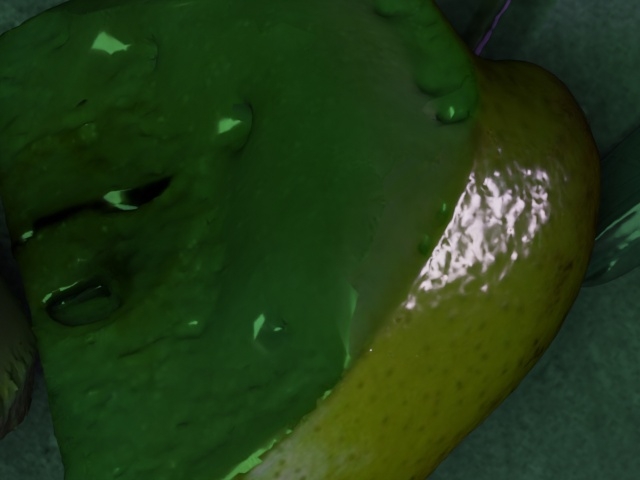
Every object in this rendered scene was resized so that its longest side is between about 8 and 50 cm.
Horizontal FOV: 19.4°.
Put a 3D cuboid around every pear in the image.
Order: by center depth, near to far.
[{"bbox_3d":[0.000,0.000,1.021,0.318,0.238,0.342,-27,55,12],"label":"pear"}]

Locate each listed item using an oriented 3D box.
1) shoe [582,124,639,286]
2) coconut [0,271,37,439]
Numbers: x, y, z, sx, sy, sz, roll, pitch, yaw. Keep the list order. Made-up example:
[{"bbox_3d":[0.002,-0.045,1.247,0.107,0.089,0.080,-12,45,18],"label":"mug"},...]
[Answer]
[{"bbox_3d":[0.212,-0.031,1.050,0.195,0.079,0.078,-36,120,15],"label":"shoe"},{"bbox_3d":[-0.310,0.045,1.132,0.233,0.233,0.245,-29,99,20],"label":"coconut"}]
